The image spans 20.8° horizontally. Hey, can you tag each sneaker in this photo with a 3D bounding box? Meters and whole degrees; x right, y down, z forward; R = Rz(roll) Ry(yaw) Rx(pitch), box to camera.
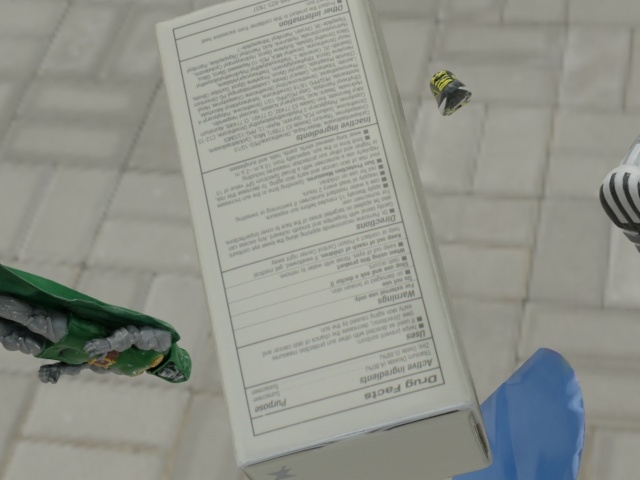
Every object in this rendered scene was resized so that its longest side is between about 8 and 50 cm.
[{"bbox_3d":[0.104,-0.125,1.458,0.031,0.083,0.035,-37,86,2],"label":"sneaker"},{"bbox_3d":[0.346,-0.026,1.631,0.086,0.229,0.132,8,57,38],"label":"sneaker"}]

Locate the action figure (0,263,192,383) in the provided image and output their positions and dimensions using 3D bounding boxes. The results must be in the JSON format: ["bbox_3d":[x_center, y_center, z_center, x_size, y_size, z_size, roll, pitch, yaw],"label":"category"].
[{"bbox_3d":[-0.196,0.077,1.387,0.232,0.137,0.063,16,59,-37],"label":"action figure"}]

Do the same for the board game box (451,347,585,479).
[{"bbox_3d":[0.157,0.163,1.302,0.033,0.169,0.133,19,43,-24],"label":"board game box"}]

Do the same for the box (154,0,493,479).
[{"bbox_3d":[0.000,0.000,1.094,0.148,0.121,0.311,-14,64,6],"label":"box"}]
